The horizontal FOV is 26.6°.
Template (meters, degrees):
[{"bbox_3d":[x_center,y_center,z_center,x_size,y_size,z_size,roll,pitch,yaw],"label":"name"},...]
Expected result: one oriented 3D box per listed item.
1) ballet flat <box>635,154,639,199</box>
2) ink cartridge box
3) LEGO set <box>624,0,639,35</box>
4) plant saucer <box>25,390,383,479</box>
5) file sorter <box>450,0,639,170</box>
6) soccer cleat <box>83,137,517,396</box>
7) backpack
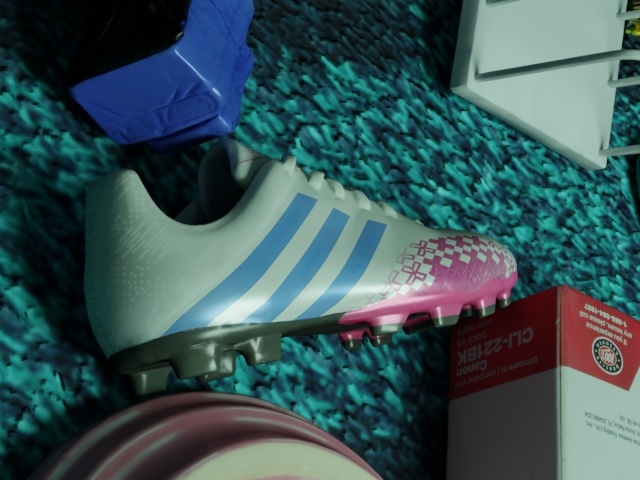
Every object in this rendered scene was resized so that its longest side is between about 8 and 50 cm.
[{"bbox_3d":[0.367,0.046,1.169,0.107,0.106,0.316,-3,73,-43],"label":"ballet flat"},{"bbox_3d":[0.191,0.197,0.938,0.197,0.114,0.273,24,57,-33],"label":"ink cartridge box"},{"bbox_3d":[0.392,-0.296,1.335,0.255,0.192,0.331,-3,67,-12],"label":"LEGO set"},{"bbox_3d":[-0.033,0.240,0.741,0.332,0.084,0.332,18,60,-35],"label":"plant saucer"},{"bbox_3d":[0.248,-0.225,1.082,0.193,0.173,0.277,23,70,-42],"label":"file sorter"},{"bbox_3d":[0.000,0.000,0.850,0.331,0.116,0.143,-7,81,-43],"label":"soccer cleat"},{"bbox_3d":[-0.093,-0.122,0.842,0.101,0.098,0.120,53,34,-43],"label":"backpack"}]
